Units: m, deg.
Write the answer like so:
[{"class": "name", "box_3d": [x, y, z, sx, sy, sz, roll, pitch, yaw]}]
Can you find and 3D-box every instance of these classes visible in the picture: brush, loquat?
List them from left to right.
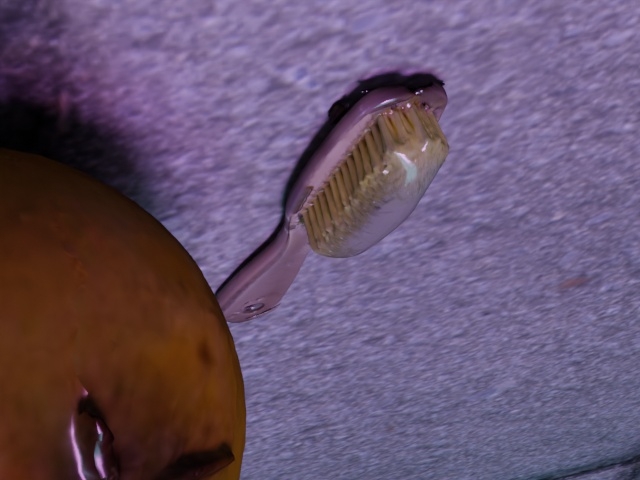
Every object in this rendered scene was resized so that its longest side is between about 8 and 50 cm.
[{"class": "loquat", "box_3d": [-0.221, 0.103, 0.669, 0.359, 0.328, 0.328, 16, 175, 38]}, {"class": "brush", "box_3d": [-0.001, 0.001, 0.832, 0.072, 0.067, 0.313, -1, 152, -29]}]
